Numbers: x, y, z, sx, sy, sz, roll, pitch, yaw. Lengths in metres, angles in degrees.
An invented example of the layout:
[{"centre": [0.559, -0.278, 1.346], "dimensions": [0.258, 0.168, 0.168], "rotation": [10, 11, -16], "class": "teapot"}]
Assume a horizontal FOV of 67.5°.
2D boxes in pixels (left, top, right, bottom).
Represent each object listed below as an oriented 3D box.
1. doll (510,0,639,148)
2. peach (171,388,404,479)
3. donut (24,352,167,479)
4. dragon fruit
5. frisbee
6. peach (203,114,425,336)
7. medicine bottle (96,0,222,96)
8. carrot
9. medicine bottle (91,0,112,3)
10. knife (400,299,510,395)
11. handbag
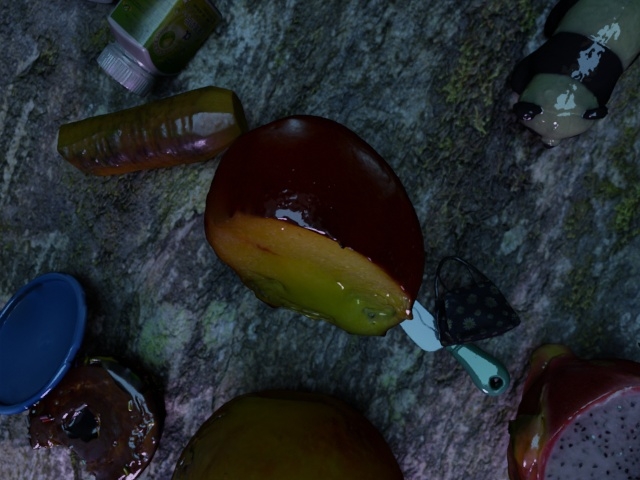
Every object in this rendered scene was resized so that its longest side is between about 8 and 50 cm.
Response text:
[{"centre": [0.366, -0.249, 0.683], "dimensions": [0.143, 0.135, 0.234], "rotation": [32, 100, 7], "class": "doll"}, {"centre": [-0.044, 0.403, 0.677], "dimensions": [0.372, 0.289, 0.374], "rotation": [2, 84, -25], "class": "peach"}, {"centre": [-0.370, 0.294, 0.816], "dimensions": [0.230, 0.096, 0.216], "rotation": [19, 91, 7], "class": "donut"}, {"centre": [0.405, 0.287, 0.682], "dimensions": [0.290, 0.189, 0.291], "rotation": [1, 101, 5], "class": "dragon fruit"}, {"centre": [-0.479, 0.169, 0.811], "dimensions": [0.241, 0.045, 0.242], "rotation": [-12, 60, 23], "class": "frisbee"}, {"centre": [0.000, 0.000, 0.677], "dimensions": [0.280, 0.281, 0.339], "rotation": [-27, 89, 8], "class": "peach"}, {"centre": [-0.259, -0.329, 0.757], "dimensions": [0.088, 0.132, 0.188], "rotation": [42, 98, 3], "class": "medicine bottle"}, {"centre": [-0.268, -0.170, 0.776], "dimensions": [0.301, 0.114, 0.114], "rotation": [-11, 91, 10], "class": "carrot"}, {"centre": [-0.369, -0.565, 0.748], "dimensions": [0.157, 0.158, 0.319], "rotation": [16, 94, 6], "class": "medicine bottle"}, {"centre": [0.190, 0.155, 0.775], "dimensions": [0.260, 0.034, 0.063], "rotation": [39, 97, 9], "class": "knife"}, {"centre": [0.225, 0.088, 0.745], "dimensions": [0.115, 0.072, 0.139], "rotation": [-12, 66, -12], "class": "handbag"}]
